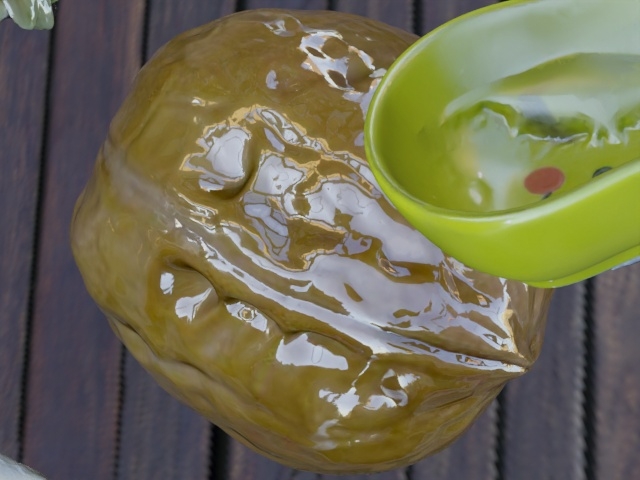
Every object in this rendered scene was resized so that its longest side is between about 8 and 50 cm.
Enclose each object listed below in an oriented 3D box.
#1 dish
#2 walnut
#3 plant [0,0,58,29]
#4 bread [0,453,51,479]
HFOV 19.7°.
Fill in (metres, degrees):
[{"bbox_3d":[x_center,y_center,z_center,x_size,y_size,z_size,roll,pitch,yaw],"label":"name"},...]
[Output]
[{"bbox_3d":[0.164,-0.055,1.086,0.262,0.108,0.221,-17,36,6],"label":"dish"},{"bbox_3d":[0.000,0.000,1.463,0.398,0.354,0.308,27,25,24],"label":"walnut"},{"bbox_3d":[-0.304,-0.290,1.586,0.306,0.261,0.297,-11,58,-39],"label":"plant"},{"bbox_3d":[-0.312,0.188,1.520,0.214,0.073,0.053,21,70,-1],"label":"bread"}]
